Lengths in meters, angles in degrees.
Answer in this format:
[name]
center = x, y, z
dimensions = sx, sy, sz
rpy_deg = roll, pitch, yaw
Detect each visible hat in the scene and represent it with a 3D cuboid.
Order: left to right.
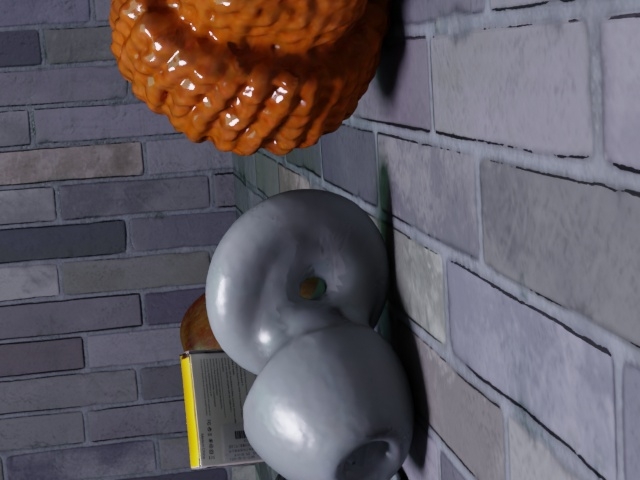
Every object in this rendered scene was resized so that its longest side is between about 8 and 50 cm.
[hat]
center = -0.047, -0.241, 1.154
dimensions = 0.400, 0.285, 0.285
rpy_deg = 136, 128, -72

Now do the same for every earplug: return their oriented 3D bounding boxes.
[earplug]
center = -0.001, 0.108, 1.312
dimensions = 0.175, 0.214, 0.326
rpy_deg = 149, 111, -64

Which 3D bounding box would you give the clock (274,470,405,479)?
[clock]
center = 0.020, 0.294, 1.381
dimensions = 0.229, 0.155, 0.063
rpy_deg = -53, -36, -67

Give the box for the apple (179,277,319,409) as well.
[apple]
center = -0.060, 0.154, 1.581
dimensions = 0.257, 0.234, 0.257
rpy_deg = 179, 90, -81

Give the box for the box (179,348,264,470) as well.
[box]
center = -0.036, 0.183, 1.395
dimensions = 0.033, 0.247, 0.129
rpy_deg = -28, 65, 59
